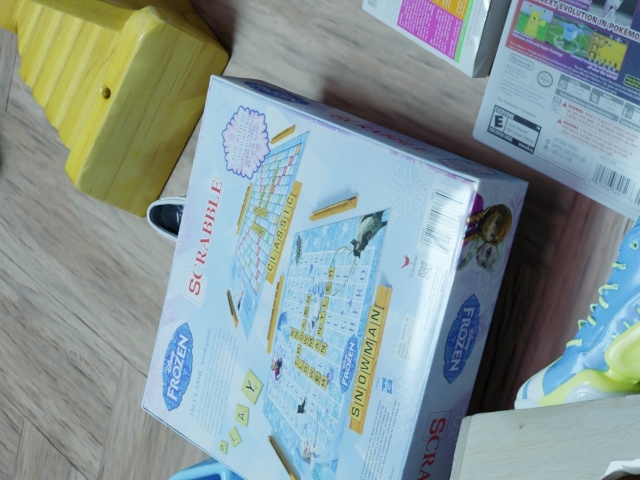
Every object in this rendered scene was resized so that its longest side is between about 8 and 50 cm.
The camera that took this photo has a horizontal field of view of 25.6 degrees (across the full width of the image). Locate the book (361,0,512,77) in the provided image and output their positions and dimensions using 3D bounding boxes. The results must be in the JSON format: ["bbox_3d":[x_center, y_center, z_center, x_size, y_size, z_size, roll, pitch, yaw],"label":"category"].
[{"bbox_3d":[0.096,-0.206,1.153,0.144,0.035,0.096,40,124,39],"label":"book"}]

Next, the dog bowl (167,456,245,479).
[{"bbox_3d":[-0.054,0.270,1.319,0.297,0.074,0.166,-21,77,46],"label":"dog bowl"}]

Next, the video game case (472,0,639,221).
[{"bbox_3d":[0.211,-0.126,1.037,0.201,0.023,0.183,34,117,43],"label":"video game case"}]

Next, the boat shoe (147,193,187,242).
[{"bbox_3d":[-0.100,-0.011,1.358,0.184,0.063,0.066,26,111,45],"label":"boat shoe"}]

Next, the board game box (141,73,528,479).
[{"bbox_3d":[-0.004,0.055,1.161,0.318,0.066,0.318,27,109,42],"label":"board game box"}]

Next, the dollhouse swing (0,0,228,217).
[{"bbox_3d":[-0.322,-0.231,1.413,0.347,0.305,0.315,53,128,30],"label":"dollhouse swing"}]

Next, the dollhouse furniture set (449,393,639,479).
[{"bbox_3d":[0.192,0.307,0.856,0.256,0.362,0.394,-17,50,49],"label":"dollhouse furniture set"}]

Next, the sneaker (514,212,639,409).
[{"bbox_3d":[0.229,0.049,0.987,0.240,0.091,0.126,-26,69,38],"label":"sneaker"}]
